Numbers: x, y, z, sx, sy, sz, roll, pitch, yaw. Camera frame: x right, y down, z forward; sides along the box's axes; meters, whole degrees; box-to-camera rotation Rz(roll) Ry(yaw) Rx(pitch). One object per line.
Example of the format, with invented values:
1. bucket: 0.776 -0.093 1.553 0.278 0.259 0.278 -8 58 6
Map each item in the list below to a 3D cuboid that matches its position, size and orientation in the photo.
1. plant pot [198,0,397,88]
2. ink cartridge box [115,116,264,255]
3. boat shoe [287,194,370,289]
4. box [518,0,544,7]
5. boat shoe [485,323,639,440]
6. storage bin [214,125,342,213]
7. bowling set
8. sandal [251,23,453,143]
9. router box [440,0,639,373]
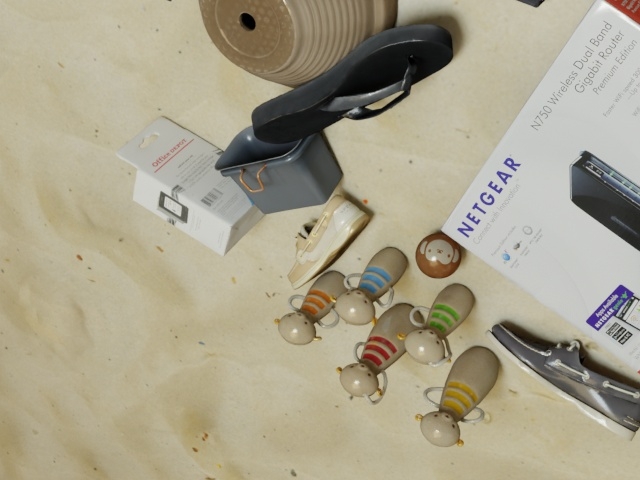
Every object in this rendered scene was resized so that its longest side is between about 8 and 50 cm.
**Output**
1. plant pot: -0.048 -0.250 1.117 0.237 0.110 0.237 21 135 22
2. ink cartridge box: -0.163 -0.071 1.352 0.180 0.104 0.060 32 138 13
3. boat shoe: 0.000 0.000 1.327 0.059 0.063 0.170 49 135 7
4. box: 0.169 -0.305 0.968 0.116 0.029 0.162 25 133 18
5. boat shoe: 0.290 0.150 1.244 0.206 0.075 0.065 35 95 16
6. storage bin: -0.045 -0.082 1.271 0.135 0.098 0.091 -9 128 41
7. bowling set: 0.084 0.089 1.261 0.287 0.154 0.200 25 135 18
8. sandal: 0.039 -0.150 1.122 0.254 0.097 0.055 -26 67 36
9. router box: 0.319 -0.043 1.030 0.301 0.082 0.335 36 138 7
